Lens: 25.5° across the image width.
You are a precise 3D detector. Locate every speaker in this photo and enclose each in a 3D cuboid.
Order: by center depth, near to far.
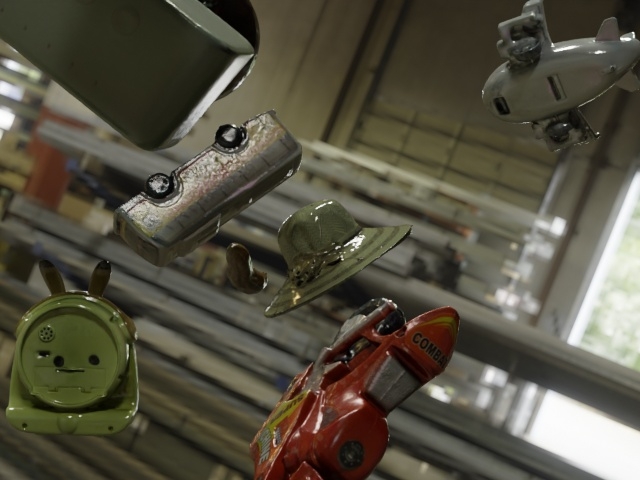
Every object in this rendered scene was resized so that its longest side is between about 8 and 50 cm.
[{"bbox_3d":[-0.306,-0.307,1.916,0.406,0.184,0.183,39,12,5],"label":"speaker"}]

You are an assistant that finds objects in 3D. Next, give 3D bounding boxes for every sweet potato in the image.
[{"bbox_3d":[-0.132,0.053,2.387,0.054,0.053,0.182,-2,-21,11],"label":"sweet potato"}]

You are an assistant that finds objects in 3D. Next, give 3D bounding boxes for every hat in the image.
[{"bbox_3d":[0.000,0.000,2.034,0.110,0.252,0.252,58,-5,-7],"label":"hat"}]

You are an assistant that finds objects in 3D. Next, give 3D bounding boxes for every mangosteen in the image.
[{"bbox_3d":[-0.200,-0.337,2.116,0.231,0.231,0.289,22,-36,4],"label":"mangosteen"}]

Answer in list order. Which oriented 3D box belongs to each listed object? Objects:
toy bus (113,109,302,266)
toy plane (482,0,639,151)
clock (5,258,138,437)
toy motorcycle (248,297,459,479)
[{"bbox_3d":[-0.149,-0.070,1.909,0.106,0.268,0.092,48,-22,13],"label":"toy bus"},{"bbox_3d":[0.367,-0.253,2.155,0.252,0.252,0.118,22,29,-4],"label":"toy plane"},{"bbox_3d":[-0.326,0.140,1.864,0.170,0.232,0.069,1,2,1],"label":"clock"},{"bbox_3d":[0.006,0.177,1.284,0.089,0.298,0.171,41,-18,-17],"label":"toy motorcycle"}]
